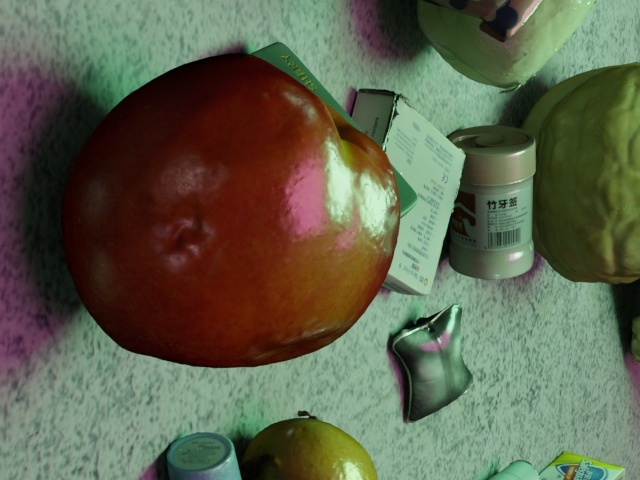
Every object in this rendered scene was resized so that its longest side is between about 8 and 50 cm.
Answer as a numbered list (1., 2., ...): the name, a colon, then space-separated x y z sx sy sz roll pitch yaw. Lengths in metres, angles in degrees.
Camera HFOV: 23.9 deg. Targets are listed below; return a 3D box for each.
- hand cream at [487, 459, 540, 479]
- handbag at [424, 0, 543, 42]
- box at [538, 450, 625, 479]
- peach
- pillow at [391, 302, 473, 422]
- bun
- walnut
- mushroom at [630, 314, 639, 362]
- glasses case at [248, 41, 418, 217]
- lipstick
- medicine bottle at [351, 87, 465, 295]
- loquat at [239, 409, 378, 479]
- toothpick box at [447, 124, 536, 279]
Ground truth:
1. hand cream: 0.170 0.358 1.834 0.331 0.058 0.085 -27 139 -50
2. handbag: 0.108 -0.300 1.304 0.193 0.252 0.190 -59 143 -9
3. box: 0.330 0.417 2.086 0.265 0.097 0.168 -20 116 -58
4. peach: -0.067 -0.013 1.094 0.199 0.244 0.243 -103 -167 -73
5. pillow: 0.126 0.137 1.670 0.091 0.055 0.135 -48 137 -41
6. bun: 0.193 -0.282 1.489 0.168 0.273 0.272 32 63 -12
7. walnut: 0.372 -0.079 1.820 0.296 0.285 0.285 -12 112 -89
8. mushroom: 0.578 0.008 2.274 0.313 0.224 0.397 -61 146 -26
9. glasses case: -0.002 -0.081 1.260 0.039 0.184 0.078 -44 176 35
10. lipstick: -0.087 0.297 1.330 0.068 0.061 0.274 -39 132 -45
11. medicine bottle: 0.078 -0.043 1.528 0.201 0.052 0.171 29 74 -61
12. loquat: -0.011 0.227 1.366 0.141 0.141 0.141 -28 123 -55
13. toothpick box: 0.190 -0.043 1.681 0.098 0.098 0.148 -37 131 -51
